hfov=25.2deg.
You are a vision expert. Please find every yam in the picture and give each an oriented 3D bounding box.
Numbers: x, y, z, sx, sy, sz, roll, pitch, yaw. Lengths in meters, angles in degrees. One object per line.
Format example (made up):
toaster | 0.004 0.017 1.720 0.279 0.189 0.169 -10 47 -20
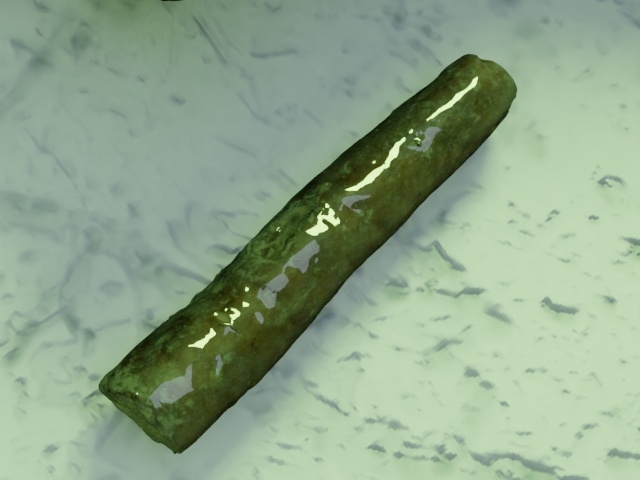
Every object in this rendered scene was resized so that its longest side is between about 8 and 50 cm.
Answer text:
yam | 0.000 0.000 0.746 0.061 0.061 0.274 46 71 -2
